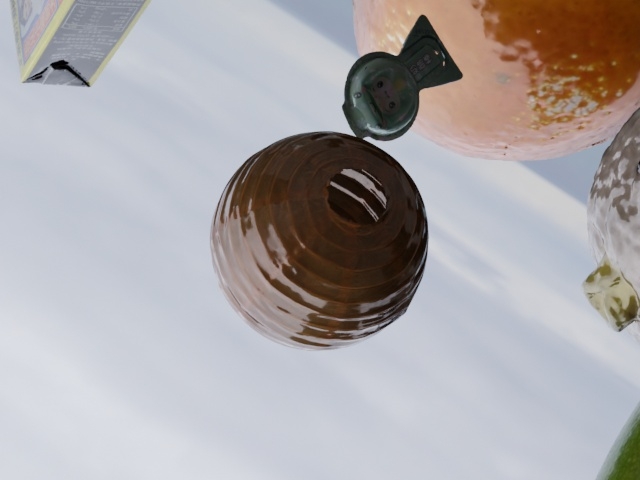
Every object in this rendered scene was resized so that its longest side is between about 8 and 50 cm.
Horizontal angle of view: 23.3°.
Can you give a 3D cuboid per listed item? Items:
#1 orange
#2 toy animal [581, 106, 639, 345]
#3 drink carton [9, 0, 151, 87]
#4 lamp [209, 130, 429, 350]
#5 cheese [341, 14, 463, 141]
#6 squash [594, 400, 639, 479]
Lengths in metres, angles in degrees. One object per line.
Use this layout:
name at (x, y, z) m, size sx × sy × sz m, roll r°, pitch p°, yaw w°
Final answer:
orange at (0.209, -0.278, 1.438) m, size 0.326 × 0.424 × 0.424 m, roll 15°, pitch -172°, yaw -6°
toy animal at (0.304, -0.005, 1.224) m, size 0.188 × 0.227 × 0.358 m, roll 11°, pitch 170°, yaw 18°
drink carton at (-0.129, -0.154, 0.880) m, size 0.056 × 0.071 × 0.165 m, roll 1°, pitch 159°, yaw -26°
lamp at (0.000, 0.000, 0.942) m, size 0.136 × 0.136 × 0.136 m, roll 33°, pitch -174°, yaw -4°
cheese at (0.057, -0.118, 1.173) m, size 0.026 × 0.120 × 0.067 m, roll -14°, pitch 114°, yaw 54°
squash at (0.290, 0.265, 1.418) m, size 0.111 × 0.289 × 0.203 m, roll 17°, pitch 157°, yaw 31°
